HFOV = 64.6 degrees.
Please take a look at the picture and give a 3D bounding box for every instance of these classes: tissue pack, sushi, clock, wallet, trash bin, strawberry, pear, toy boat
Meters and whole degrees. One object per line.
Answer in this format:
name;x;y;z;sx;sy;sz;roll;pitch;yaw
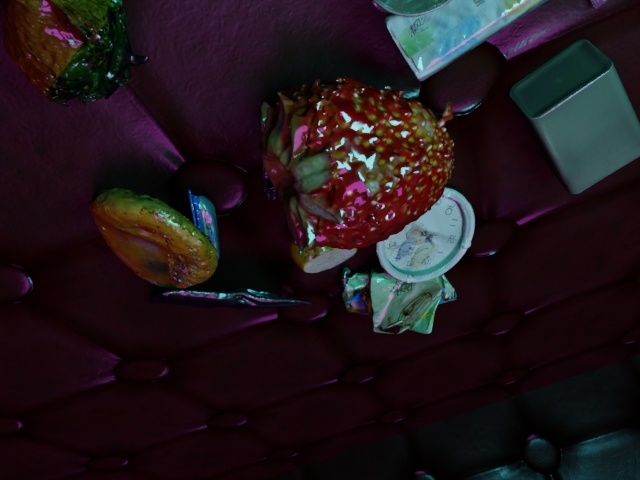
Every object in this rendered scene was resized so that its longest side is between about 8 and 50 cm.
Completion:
tissue pack;0.199;-0.343;0.691;0.229;0.159;0.145;-30;98;21
sushi;-0.294;-0.253;0.626;0.287;0.149;0.140;-5;131;53
clock;0.228;-0.017;1.123;0.237;0.053;0.236;-9;120;-16
wallet;-0.203;0.133;1.128;0.323;0.041;0.247;4;167;-24
trash bin;0.478;-0.224;0.936;0.164;0.122;0.240;-34;135;21
strawberry;0.078;-0.142;0.818;0.343;0.292;0.292;-22;144;-19
pear;0.000;0.000;1.064;0.141;0.104;0.141;-20;164;-6
toy boat;-0.251;-0.025;0.962;0.110;0.091;0.175;-9;136;-15

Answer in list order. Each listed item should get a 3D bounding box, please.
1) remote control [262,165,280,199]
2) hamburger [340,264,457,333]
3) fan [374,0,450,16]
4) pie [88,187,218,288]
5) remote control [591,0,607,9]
remote control;-0.091;-0.114;0.966;0.039;0.014;0.096;-8;142;-8
hamburger;0.190;0.148;1.259;0.276;0.150;0.260;-24;138;12
fan;0.128;-0.426;0.586;0.223;0.012;0.294;35;111;-2
pie;-0.302;0.001;0.909;0.273;0.069;0.273;21;149;13
remote control;0.466;-0.407;0.793;0.091;0.016;0.034;-35;121;23
